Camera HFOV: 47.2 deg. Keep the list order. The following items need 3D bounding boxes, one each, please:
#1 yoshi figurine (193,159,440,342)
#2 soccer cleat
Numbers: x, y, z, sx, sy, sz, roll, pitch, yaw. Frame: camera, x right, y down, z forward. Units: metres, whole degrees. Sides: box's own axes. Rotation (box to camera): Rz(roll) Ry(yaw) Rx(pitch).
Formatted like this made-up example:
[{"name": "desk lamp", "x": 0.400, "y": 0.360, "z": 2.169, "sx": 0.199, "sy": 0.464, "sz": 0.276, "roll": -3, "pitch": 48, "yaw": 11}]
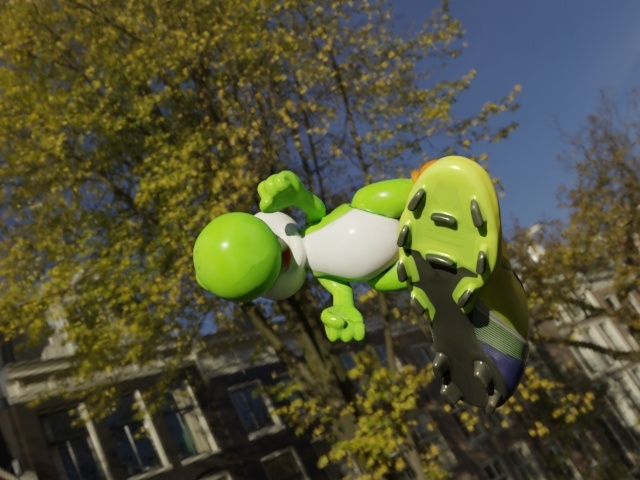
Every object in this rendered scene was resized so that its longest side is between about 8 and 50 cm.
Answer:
[{"name": "yoshi figurine", "x": -0.003, "y": 0.012, "z": 0.914, "sx": 0.363, "sy": 0.203, "sz": 0.203, "roll": -10, "pitch": -39, "yaw": 12}, {"name": "soccer cleat", "x": 0.141, "y": 0.035, "z": 0.683, "sx": 0.121, "sy": 0.094, "sz": 0.289, "roll": -50, "pitch": -43, "yaw": -38}]
